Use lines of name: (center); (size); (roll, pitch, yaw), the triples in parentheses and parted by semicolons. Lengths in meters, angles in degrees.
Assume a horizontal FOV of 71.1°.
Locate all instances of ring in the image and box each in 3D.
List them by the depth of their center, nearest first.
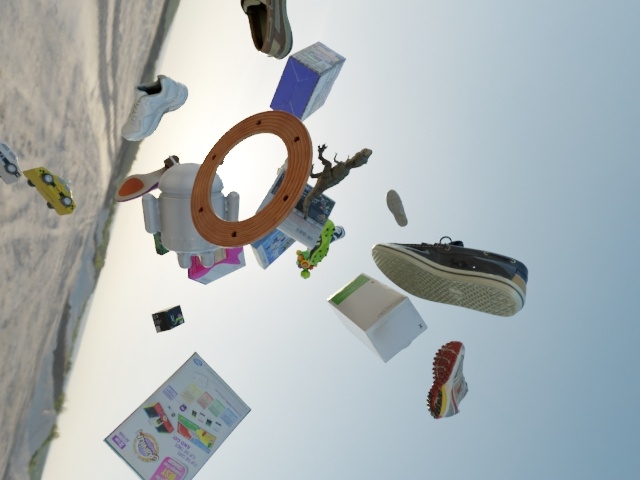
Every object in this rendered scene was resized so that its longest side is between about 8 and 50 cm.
ring: (-0.155, -0.138, 0.991); (0.336, 0.032, 0.336); (-15, -119, 28)

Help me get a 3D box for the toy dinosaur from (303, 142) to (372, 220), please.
toy dinosaur: (0.013, -0.180, 1.200); (0.268, 0.064, 0.118); (-41, -112, 29)

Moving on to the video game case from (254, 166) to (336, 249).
video game case: (-0.067, -0.093, 1.280); (0.173, 0.190, 0.022); (-64, -168, -27)

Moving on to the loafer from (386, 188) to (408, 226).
loafer: (0.229, -0.100, 1.345); (0.045, 0.125, 0.039); (-17, -156, 22)

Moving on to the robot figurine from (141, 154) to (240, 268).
robot figurine: (-0.402, -0.092, 1.417); (0.200, 0.300, 0.353); (-150, -122, -61)

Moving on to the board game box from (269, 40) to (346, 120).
board game box: (-0.049, -0.635, 1.801); (0.232, 0.141, 0.291); (-58, 178, 39)

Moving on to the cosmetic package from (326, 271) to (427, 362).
cosmetic package: (0.192, 0.265, 1.626); (0.197, 0.155, 0.365); (-37, -162, -12)

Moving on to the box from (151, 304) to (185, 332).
box: (-0.461, 0.237, 1.361); (0.083, 0.052, 0.062); (-24, 99, -74)

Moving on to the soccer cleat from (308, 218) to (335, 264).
soccer cleat: (0.000, 0.000, 1.480); (0.072, 0.060, 0.179); (57, -45, 43)

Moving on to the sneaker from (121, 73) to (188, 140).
sneaker: (-0.483, -0.375, 1.235); (0.232, 0.115, 0.090); (-39, -120, 12)

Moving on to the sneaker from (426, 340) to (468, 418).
sneaker: (0.365, 0.386, 1.254); (0.088, 0.093, 0.225); (-143, -119, -67)

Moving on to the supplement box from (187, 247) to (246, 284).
supplement box: (-0.429, 0.084, 1.843); (0.220, 0.111, 0.114); (-24, -121, 20)

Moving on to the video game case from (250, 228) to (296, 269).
video game case: (-0.233, 0.001, 2.337); (0.269, 0.061, 0.244); (-43, 157, -18)

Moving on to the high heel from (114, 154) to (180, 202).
high heel: (-0.853, -0.278, 2.270); (0.127, 0.377, 0.181); (50, -22, 12)

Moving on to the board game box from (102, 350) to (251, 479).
board game box: (-0.385, 0.507, 1.239); (0.316, 0.242, 0.064); (-43, -179, -37)

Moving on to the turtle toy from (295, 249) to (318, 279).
turtle toy: (-0.059, 0.098, 1.862); (0.066, 0.095, 0.130); (-76, 170, -61)

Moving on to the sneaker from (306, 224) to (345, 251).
sneaker: (0.000, -0.001, 2.249); (0.235, 0.153, 0.094); (-24, -101, 26)

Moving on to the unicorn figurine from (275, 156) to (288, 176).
unicorn figurine: (-0.126, -0.246, 1.594); (0.111, 0.060, 0.162); (-90, -165, -59)

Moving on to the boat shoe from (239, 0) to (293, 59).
boat shoe: (-0.172, -0.707, 1.326); (0.122, 0.120, 0.324); (-10, -83, 42)

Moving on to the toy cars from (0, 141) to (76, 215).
toy cars: (-0.998, -0.236, 1.530); (0.176, 0.394, 0.087); (-54, -174, 46)

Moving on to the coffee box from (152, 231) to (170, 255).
coffee box: (-0.598, -0.027, 1.833); (0.040, 0.184, 0.113); (16, -60, 27)

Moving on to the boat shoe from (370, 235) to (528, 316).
boat shoe: (0.381, 0.087, 1.368); (0.500, 0.187, 0.156); (13, -131, 40)
